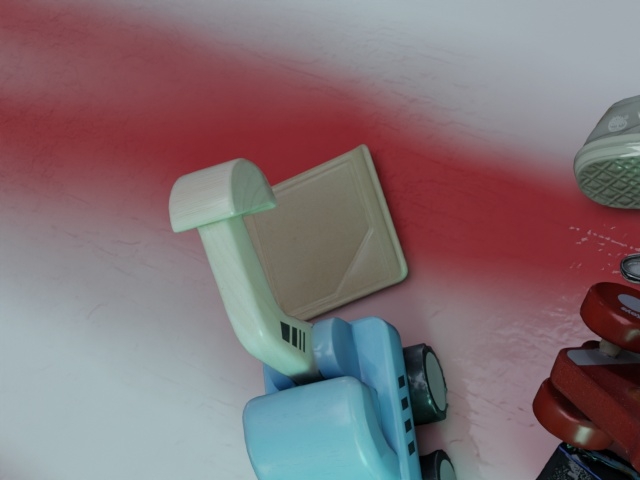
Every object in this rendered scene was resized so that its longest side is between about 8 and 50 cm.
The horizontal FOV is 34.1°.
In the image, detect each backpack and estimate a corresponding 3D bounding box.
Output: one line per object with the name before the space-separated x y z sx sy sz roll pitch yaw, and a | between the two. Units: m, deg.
backpack | 0.338 0.313 1.222 0.173 0.158 0.117 34 97 18

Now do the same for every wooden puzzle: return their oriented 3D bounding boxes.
wooden puzzle | 0.000 0.000 1.539 0.239 0.044 0.220 -25 65 20

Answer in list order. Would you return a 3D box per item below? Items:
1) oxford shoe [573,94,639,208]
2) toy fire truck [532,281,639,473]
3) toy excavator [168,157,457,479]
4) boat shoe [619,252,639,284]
oxford shoe | 0.539 -0.123 1.274 0.450 0.169 0.130 0 54 25
toy fire truck | 0.402 0.183 1.141 0.254 0.302 0.169 49 125 48
toy excavator | -0.014 0.159 1.258 0.222 0.445 0.432 -15 68 19
boat shoe | 0.443 0.037 1.323 0.125 0.038 0.046 7 77 26
